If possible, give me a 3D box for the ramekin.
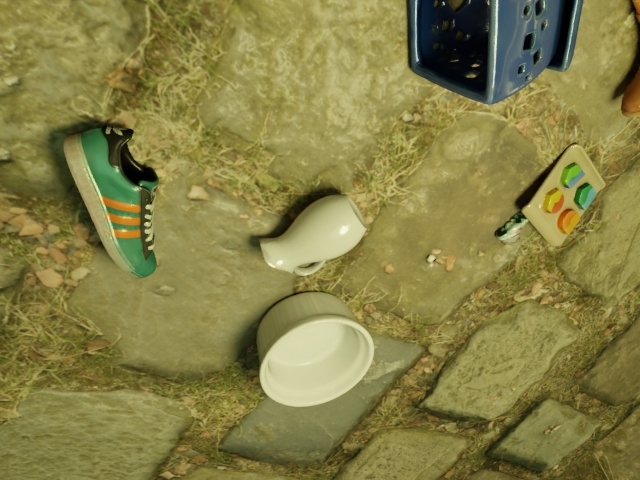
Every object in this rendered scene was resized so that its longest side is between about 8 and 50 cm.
[{"bbox_3d":[-0.023,0.256,1.226,0.278,0.135,0.276,-9,125,-14],"label":"ramekin"}]

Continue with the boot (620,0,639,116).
[{"bbox_3d":[0.707,-0.423,1.058,0.220,0.109,0.283,32,105,-35],"label":"boot"}]

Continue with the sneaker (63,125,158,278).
[{"bbox_3d":[-0.342,-0.061,0.920,0.121,0.108,0.301,-16,124,-5],"label":"sneaker"}]

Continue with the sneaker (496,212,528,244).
[{"bbox_3d":[0.502,-0.026,1.294,0.098,0.038,0.069,-38,129,16],"label":"sneaker"}]

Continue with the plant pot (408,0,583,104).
[{"bbox_3d":[0.302,-0.395,0.863,0.212,0.236,0.235,-20,127,-15],"label":"plant pot"}]

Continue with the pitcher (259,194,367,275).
[{"bbox_3d":[0.000,0.000,1.089,0.207,0.125,0.178,-30,148,14],"label":"pitcher"}]

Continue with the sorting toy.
[{"bbox_3d":[0.612,-0.105,1.257,0.193,0.038,0.208,36,93,-34],"label":"sorting toy"}]
